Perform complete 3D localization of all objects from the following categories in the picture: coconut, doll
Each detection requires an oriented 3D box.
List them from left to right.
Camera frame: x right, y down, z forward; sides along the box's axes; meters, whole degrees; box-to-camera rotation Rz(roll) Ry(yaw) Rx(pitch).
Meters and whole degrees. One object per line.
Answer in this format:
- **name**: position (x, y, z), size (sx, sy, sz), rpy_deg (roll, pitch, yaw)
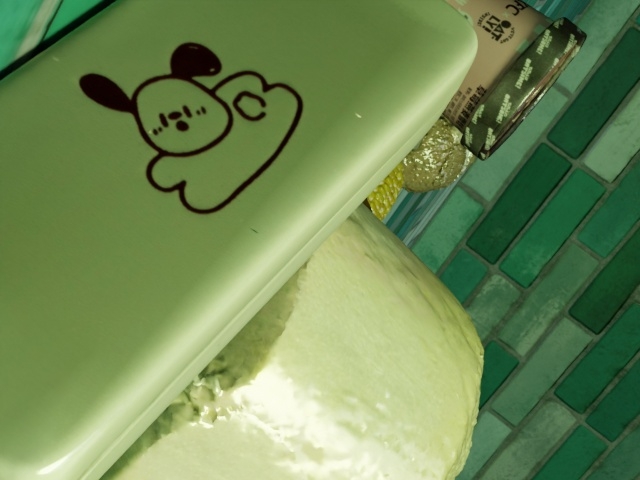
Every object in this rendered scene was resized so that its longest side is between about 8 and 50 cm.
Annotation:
- **coconut**: position (-0.054, 0.062, 0.625), size (0.239, 0.244, 0.239), rpy_deg (-34, -143, 30)
- **doll**: position (0.115, -0.106, 1.271), size (0.115, 0.105, 0.221), rpy_deg (-47, 176, 13)

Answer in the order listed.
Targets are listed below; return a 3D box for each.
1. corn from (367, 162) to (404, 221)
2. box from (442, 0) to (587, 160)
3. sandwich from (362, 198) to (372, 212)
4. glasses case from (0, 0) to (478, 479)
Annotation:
- **corn**: position (-0.004, 0.000, 1.127), size (0.260, 0.091, 0.091), rpy_deg (-47, 128, -33)
- **box**: position (0.151, -0.173, 1.075), size (0.151, 0.135, 0.151), rpy_deg (-47, 170, -11)
- **sandwich**: position (0.006, -0.001, 0.981), size (0.117, 0.144, 0.187), rpy_deg (-53, 172, 25)
- **glasses case**: position (-0.062, -0.030, 0.484), size (0.313, 0.131, 0.070), rpy_deg (-46, 171, -36)
